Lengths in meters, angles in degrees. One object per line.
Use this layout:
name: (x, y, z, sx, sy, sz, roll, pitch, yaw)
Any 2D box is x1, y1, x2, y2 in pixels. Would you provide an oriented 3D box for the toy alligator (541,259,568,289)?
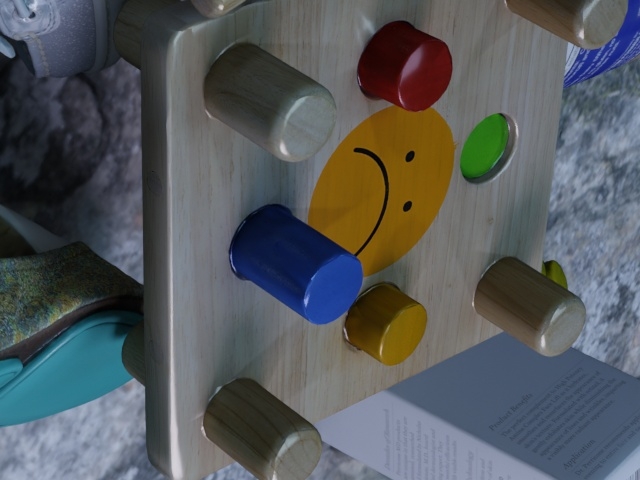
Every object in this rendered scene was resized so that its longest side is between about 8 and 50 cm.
toy alligator: (0.126, 0.014, 1.418, 0.190, 0.056, 0.051, 27, 46, -54)

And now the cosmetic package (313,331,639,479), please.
cosmetic package: (0.114, 0.119, 1.302, 0.117, 0.231, 0.085, -34, 135, -36)

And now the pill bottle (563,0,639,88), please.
pill bottle: (0.094, -0.151, 1.177, 0.265, 0.153, 0.153, -23, 128, -44)

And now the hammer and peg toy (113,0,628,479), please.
hammer and peg toy: (0.017, -0.071, 0.931, 0.266, 0.127, 0.361, -24, 131, -33)

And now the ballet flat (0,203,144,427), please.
ballet flat: (-0.176, 0.036, 0.960, 0.348, 0.123, 0.123, -11, 121, -71)

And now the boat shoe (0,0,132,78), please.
boat shoe: (-0.157, -0.163, 0.852, 0.103, 0.118, 0.320, -24, 159, -5)
